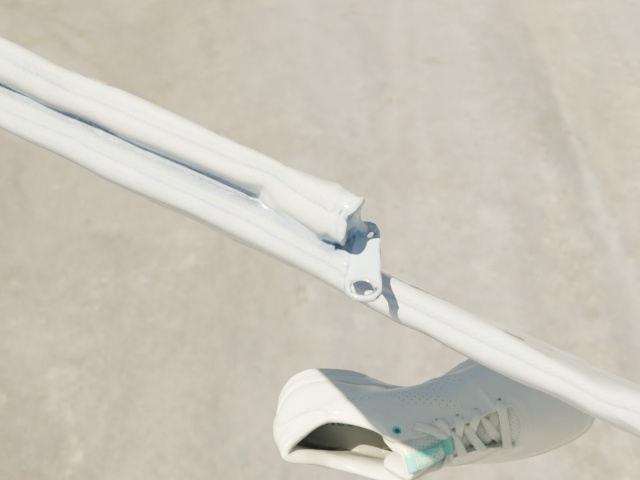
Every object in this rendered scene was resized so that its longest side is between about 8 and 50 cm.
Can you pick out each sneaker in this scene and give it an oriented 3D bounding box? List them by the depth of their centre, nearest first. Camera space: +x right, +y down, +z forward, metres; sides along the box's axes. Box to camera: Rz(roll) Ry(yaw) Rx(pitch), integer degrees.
[{"bbox_3d":[0.075,0.124,0.808,0.212,0.080,0.094,-5,14,5],"label":"sneaker"}]

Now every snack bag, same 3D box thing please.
[{"bbox_3d":[0.000,0.000,0.598,0.342,0.037,0.323,26,-1,-1],"label":"snack bag"}]
